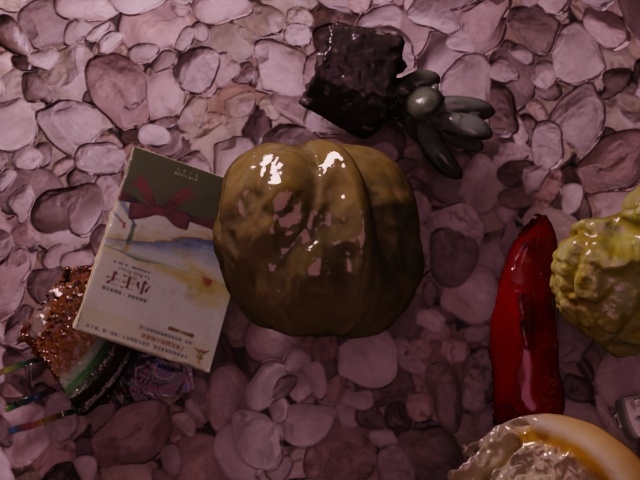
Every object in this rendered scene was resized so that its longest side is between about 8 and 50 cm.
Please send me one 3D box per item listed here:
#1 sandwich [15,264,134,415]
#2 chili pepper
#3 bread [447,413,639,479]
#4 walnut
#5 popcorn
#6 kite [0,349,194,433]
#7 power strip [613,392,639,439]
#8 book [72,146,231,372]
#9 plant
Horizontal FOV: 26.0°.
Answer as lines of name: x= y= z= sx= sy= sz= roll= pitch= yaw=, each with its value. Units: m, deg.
sandwich: x=-0.320 y=0.111 z=1.929 sx=0.159 sy=0.079 sz=0.235 roll=32 pitch=78 yaw=7
chili pepper: x=0.289 y=0.151 z=1.930 sx=0.110 sy=0.110 sz=0.387 roll=3 pitch=79 yaw=0
bread: x=0.265 y=0.434 z=1.815 sx=0.329 sy=0.245 sz=0.424 roll=34 pitch=84 yaw=7
walnut: x=-0.002 y=0.000 z=1.869 sx=0.282 sy=0.253 sz=0.277 roll=-8 pitch=82 yaw=-1
popcorn: x=0.429 y=0.051 z=1.885 sx=0.256 sy=0.255 sz=0.195 roll=6 pitch=37 yaw=-26
kite: x=-0.326 y=0.185 z=1.963 sx=0.285 sy=0.015 sz=0.152 roll=-19 pitch=80 yaw=-6
power strip: x=0.538 y=0.220 z=1.956 sx=0.253 sy=0.027 sz=0.060 roll=-17 pitch=82 yaw=-3
book: x=-0.209 y=0.024 z=1.925 sx=0.201 sy=0.026 sz=0.289 roll=20 pitch=66 yaw=-14
plant: x=0.114 y=-0.201 z=1.954 sx=0.274 sy=0.149 sz=0.146 roll=27 pitch=83 yaw=1
